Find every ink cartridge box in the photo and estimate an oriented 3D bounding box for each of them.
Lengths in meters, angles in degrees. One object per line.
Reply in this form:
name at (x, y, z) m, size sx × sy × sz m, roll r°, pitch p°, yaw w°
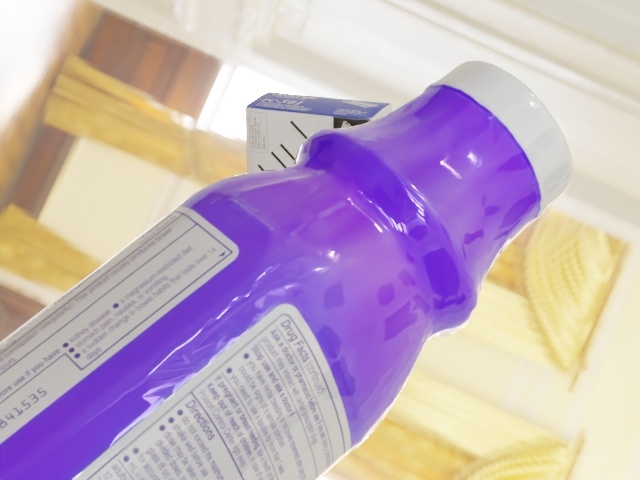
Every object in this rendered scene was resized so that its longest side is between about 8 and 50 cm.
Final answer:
ink cartridge box at (0.000, 0.000, 1.057) m, size 0.046 × 0.097 × 0.207 m, roll -42°, pitch 136°, yaw -59°

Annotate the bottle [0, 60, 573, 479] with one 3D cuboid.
bottle at (-0.027, 0.039, 0.525) m, size 0.283 × 0.092 × 0.118 m, roll -40°, pitch 143°, yaw -19°
